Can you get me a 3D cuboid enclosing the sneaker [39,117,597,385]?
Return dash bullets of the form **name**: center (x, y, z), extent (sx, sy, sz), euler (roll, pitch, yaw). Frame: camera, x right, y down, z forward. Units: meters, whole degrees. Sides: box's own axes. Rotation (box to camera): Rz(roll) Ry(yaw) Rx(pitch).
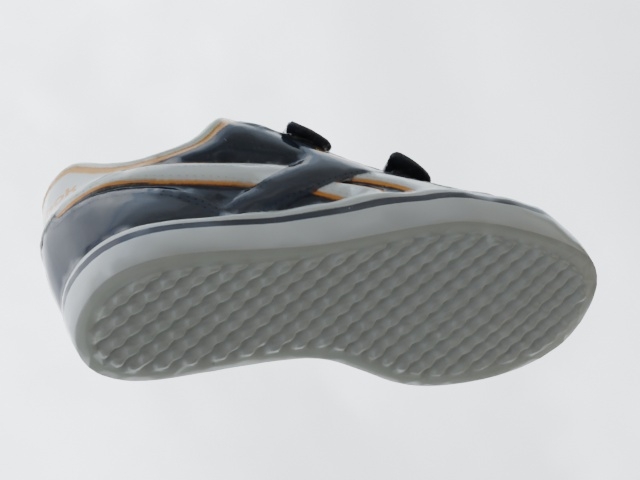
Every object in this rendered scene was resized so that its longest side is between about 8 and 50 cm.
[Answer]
- **sneaker**: center (0.000, 0.000, 1.050), extent (0.321, 0.126, 0.127), euler (3, -145, -30)
